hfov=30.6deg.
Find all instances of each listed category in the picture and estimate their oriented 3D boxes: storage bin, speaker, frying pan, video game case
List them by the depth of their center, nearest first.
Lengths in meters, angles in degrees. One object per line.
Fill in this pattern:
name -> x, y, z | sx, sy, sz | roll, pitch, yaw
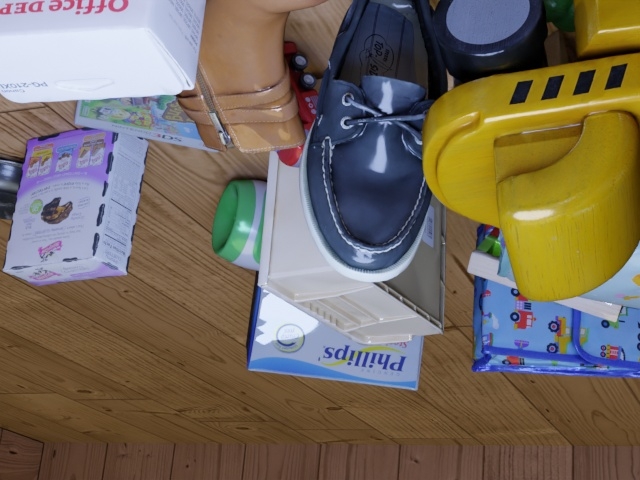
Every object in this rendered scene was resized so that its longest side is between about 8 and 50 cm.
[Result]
storage bin -> 0.054, -0.035, 1.408 | 0.123, 0.262, 0.260 | -9, 155, 28
video game case -> -0.198, -0.174, 1.436 | 0.193, 0.023, 0.212 | 10, 159, -13
speaker -> 0.000, 0.000, 1.688 | 0.297, 0.131, 0.131 | 14, 158, -21
frying pan -> -0.464, -0.094, 1.690 | 0.197, 0.053, 0.326 | 8, 162, -8

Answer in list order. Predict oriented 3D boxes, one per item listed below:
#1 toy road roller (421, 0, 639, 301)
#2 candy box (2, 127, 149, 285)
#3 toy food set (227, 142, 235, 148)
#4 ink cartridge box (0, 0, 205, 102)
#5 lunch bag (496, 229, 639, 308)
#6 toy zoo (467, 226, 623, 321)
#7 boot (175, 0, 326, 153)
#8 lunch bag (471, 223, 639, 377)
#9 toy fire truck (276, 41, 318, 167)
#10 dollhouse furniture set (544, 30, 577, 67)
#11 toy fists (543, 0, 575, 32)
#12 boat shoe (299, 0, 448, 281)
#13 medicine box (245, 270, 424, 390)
toy road roller -> 0.249, -0.086, 0.977 | 0.330, 0.240, 0.202 | -7, 146, 14
candy box -> -0.326, -0.047, 1.560 | 0.165, 0.196, 0.070 | -7, 156, 30
toy food set -> -0.056, -0.129, 1.531 | 0.122, 0.019, 0.078 | 8, 161, -30
ink cartridge box -> -0.184, -0.242, 0.952 | 0.172, 0.237, 0.100 | -1, 158, 15
lunch bag -> 0.307, -0.009, 1.278 | 0.223, 0.160, 0.262 | 8, 164, 8
toy zoo -> 0.326, 0.009, 1.529 | 0.192, 0.030, 0.293 | 19, -154, 17
boot -> -0.061, -0.176, 1.111 | 0.283, 0.109, 0.220 | 3, 128, 38
lunch bag -> 0.373, 0.080, 1.681 | 0.293, 0.221, 0.138 | 4, 163, 1
toy fire truck -> -0.072, -0.161, 1.277 | 0.135, 0.192, 0.047 | -16, 163, -30
dollhouse furniture set -> 0.358, -0.128, 1.261 | 0.262, 0.135, 0.259 | 15, 157, -23
toy fists -> 0.321, -0.233, 1.053 | 0.279, 0.096, 0.142 | 2, 160, 5
boat shoe -> 0.059, -0.126, 1.080 | 0.127, 0.340, 0.113 | 14, 145, 0
medicine box -> 0.018, 0.136, 1.894 | 0.264, 0.149, 0.289 | 7, -178, -4
